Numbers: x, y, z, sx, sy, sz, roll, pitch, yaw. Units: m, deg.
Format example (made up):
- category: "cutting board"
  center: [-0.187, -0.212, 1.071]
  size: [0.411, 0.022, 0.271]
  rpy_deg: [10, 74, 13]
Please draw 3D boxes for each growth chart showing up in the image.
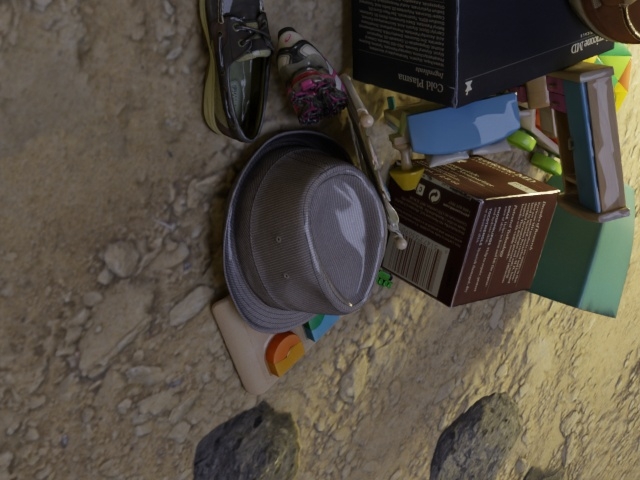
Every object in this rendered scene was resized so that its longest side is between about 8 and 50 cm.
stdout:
- category: "growth chart"
  center: [0.067, -0.098, 1.217]
  size: [0.021, 0.172, 0.237]
  rpy_deg: [-20, 131, 0]

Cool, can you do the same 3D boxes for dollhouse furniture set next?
- category: "dollhouse furniture set"
  center: [0.220, -0.120, 1.290]
  size: [0.303, 0.286, 0.198]
  rpy_deg: [-13, 106, -6]

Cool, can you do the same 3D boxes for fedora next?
- category: "fedora"
  center: [0.000, 0.000, 1.185]
  size: [0.243, 0.124, 0.275]
  rpy_deg: [-22, 116, -38]

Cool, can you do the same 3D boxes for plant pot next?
- category: "plant pot"
  center: [0.458, -0.004, 1.676]
  size: [0.165, 0.165, 0.234]
  rpy_deg: [14, 95, -50]

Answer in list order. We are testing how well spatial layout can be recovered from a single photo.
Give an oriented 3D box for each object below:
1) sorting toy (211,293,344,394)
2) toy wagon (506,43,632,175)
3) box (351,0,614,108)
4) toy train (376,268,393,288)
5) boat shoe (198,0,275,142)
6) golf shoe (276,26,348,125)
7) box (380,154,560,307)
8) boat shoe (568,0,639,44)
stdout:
- category: "sorting toy"
  center: [-0.040, 0.096, 1.301]
  size: [0.208, 0.038, 0.193]
  rpy_deg: [-39, 136, -24]
- category: "toy wagon"
  center: [0.389, -0.263, 1.517]
  size: [0.344, 0.068, 0.267]
  rpy_deg: [25, 93, -50]
- category: "box"
  center: [0.213, -0.368, 1.171]
  size: [0.343, 0.179, 0.312]
  rpy_deg: [-23, 123, -36]
- category: "toy train"
  center: [0.085, 0.052, 1.424]
  size: [0.083, 0.017, 0.024]
  rpy_deg: [27, 81, -50]
- category: "boat shoe"
  center: [-0.085, -0.215, 1.041]
  size: [0.080, 0.073, 0.223]
  rpy_deg: [-19, 126, -39]
- category: "golf shoe"
  center: [-0.011, -0.192, 1.113]
  size: [0.067, 0.086, 0.186]
  rpy_deg: [-22, 170, 2]
- category: "box"
  center: [0.213, -0.021, 1.396]
  size: [0.203, 0.168, 0.167]
  rpy_deg: [-9, 119, -44]
- category: "boat shoe"
  center: [0.355, -0.338, 1.105]
  size: [0.324, 0.120, 0.122]
  rpy_deg: [38, 80, -47]
